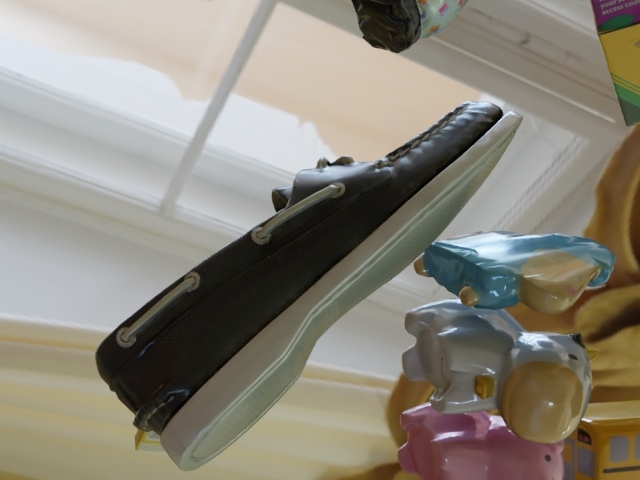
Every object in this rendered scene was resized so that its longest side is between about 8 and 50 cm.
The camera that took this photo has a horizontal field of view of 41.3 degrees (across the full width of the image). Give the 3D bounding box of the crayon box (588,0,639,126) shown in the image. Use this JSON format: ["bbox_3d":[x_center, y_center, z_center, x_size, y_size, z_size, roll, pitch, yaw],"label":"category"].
[{"bbox_3d":[0.612,-0.320,1.265,0.363,0.313,0.106,-14,-112,23],"label":"crayon box"}]

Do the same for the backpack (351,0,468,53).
[{"bbox_3d":[0.119,-0.317,0.977,0.182,0.115,0.152,-49,152,-13],"label":"backpack"}]

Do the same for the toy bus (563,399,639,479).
[{"bbox_3d":[0.398,0.244,0.937,0.108,0.333,0.130,180,-89,-66],"label":"toy bus"}]

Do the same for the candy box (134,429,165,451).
[{"bbox_3d":[-0.130,0.172,0.955,0.205,0.105,0.027,-60,-147,35],"label":"candy box"}]

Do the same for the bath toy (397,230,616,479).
[{"bbox_3d":[0.145,0.160,0.699,0.151,0.129,0.348,45,-41,51],"label":"bath toy"}]

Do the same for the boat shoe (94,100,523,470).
[{"bbox_3d":[0.000,0.000,0.514,0.302,0.091,0.114,-41,164,-21],"label":"boat shoe"}]
